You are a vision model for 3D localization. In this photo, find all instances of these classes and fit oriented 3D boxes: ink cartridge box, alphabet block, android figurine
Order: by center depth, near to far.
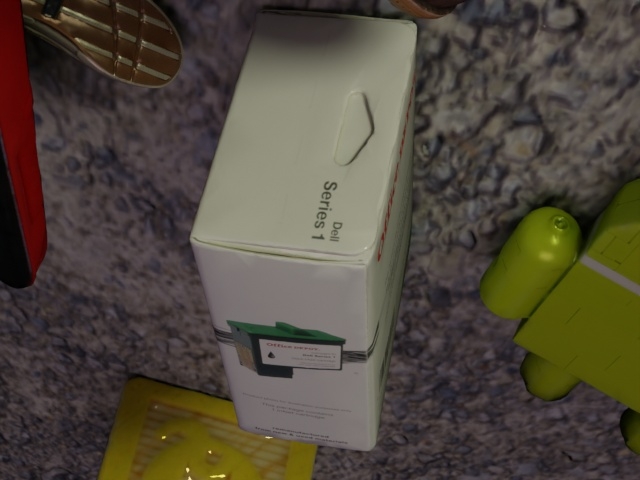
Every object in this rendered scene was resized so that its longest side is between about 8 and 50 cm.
[{"bbox_3d":[0.000,0.000,0.650,0.092,0.160,0.219,7,147,9],"label":"ink cartridge box"},{"bbox_3d":[0.229,0.057,0.719,0.248,0.056,0.273,31,150,2],"label":"android figurine"},{"bbox_3d":[-0.127,0.271,1.091,0.193,0.192,0.197,15,149,-7],"label":"alphabet block"}]

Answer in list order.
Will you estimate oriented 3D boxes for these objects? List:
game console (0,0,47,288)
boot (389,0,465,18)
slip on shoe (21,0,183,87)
[{"bbox_3d":[-0.301,-0.145,0.525,0.386,0.060,0.342,29,148,8],"label":"game console"},{"bbox_3d":[0.097,-0.180,0.399,0.207,0.090,0.248,2,143,21],"label":"boot"},{"bbox_3d":[-0.137,-0.126,0.616,0.135,0.051,0.041,22,-173,-28],"label":"slip on shoe"}]
